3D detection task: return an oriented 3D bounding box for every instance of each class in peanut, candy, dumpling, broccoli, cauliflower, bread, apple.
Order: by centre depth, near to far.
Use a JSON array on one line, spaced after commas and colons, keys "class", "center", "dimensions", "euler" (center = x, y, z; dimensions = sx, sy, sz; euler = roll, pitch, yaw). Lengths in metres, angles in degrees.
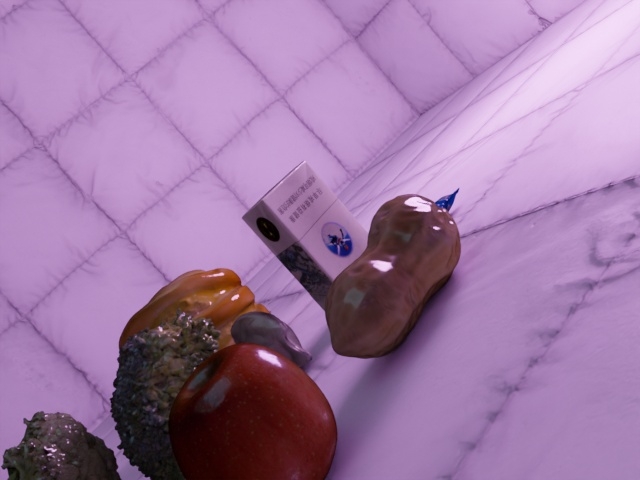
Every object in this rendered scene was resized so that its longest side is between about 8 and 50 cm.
[{"class": "apple", "center": [-0.073, 0.208, 0.762], "dimensions": [0.181, 0.168, 0.181], "euler": [-38, 12, 10]}, {"class": "peanut", "center": [0.101, 0.044, 0.957], "dimensions": [0.149, 0.149, 0.313], "euler": [-35, 10, 48]}, {"class": "cauliflower", "center": [-0.417, 0.394, 1.029], "dimensions": [0.250, 0.272, 0.275], "euler": [-19, -12, -7]}, {"class": "broccoli", "center": [-0.208, 0.235, 1.073], "dimensions": [0.260, 0.288, 0.235], "euler": [-28, -33, 19]}, {"class": "dumpling", "center": [-0.092, 0.180, 1.209], "dimensions": [0.199, 0.136, 0.118], "euler": [-18, 15, 49]}, {"class": "candy", "center": [0.204, -0.041, 1.323], "dimensions": [0.136, 0.038, 0.088], "euler": [-49, -2, 38]}, {"class": "bread", "center": [-0.269, 0.209, 1.550], "dimensions": [0.316, 0.270, 0.211], "euler": [-37, 20, -5]}]

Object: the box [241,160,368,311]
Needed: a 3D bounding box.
[{"class": "box", "center": [0.000, 0.000, 1.271], "dimensions": [0.069, 0.256, 0.164], "euler": [-35, 9, 41]}]
